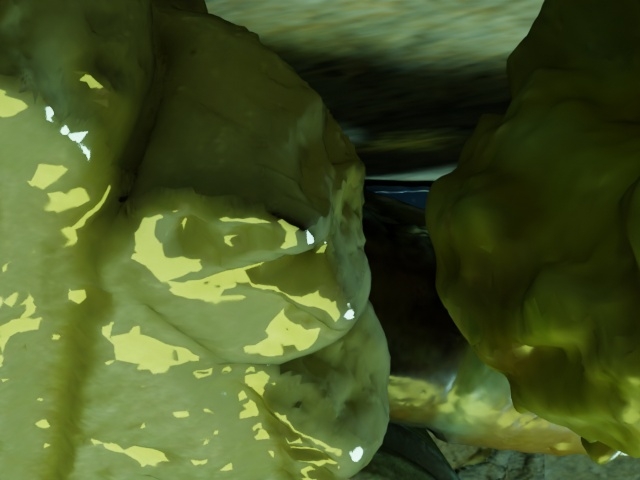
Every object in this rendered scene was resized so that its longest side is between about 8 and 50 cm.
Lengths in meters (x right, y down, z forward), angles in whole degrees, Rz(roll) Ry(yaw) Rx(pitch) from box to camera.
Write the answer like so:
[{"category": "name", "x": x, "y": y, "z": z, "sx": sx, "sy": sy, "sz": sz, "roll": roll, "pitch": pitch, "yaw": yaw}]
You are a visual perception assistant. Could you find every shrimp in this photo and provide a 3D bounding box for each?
[{"category": "shrimp", "x": -0.018, "y": 0.000, "z": 0.748, "sx": 0.445, "sy": 0.085, "sz": 0.272, "roll": 12, "pitch": -166, "yaw": -25}]

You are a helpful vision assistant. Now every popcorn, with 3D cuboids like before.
[{"category": "popcorn", "x": 0.130, "y": -0.008, "z": 0.504, "sx": 0.198, "sy": 0.197, "sz": 0.155, "roll": -6, "pitch": 140, "yaw": 34}]

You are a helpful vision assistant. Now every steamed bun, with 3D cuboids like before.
[{"category": "steamed bun", "x": -0.129, "y": -0.016, "z": 0.508, "sx": 0.295, "sy": 0.137, "sz": 0.292, "roll": -23, "pitch": 136, "yaw": 34}]

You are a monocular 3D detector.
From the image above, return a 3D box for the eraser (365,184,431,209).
[{"category": "eraser", "x": 0.000, "y": 0.000, "z": 0.982, "sx": 0.312, "sy": 0.042, "sz": 0.144, "roll": 1, "pitch": 171, "yaw": -6}]

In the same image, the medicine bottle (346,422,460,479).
[{"category": "medicine bottle", "x": -0.020, "y": 0.120, "z": 0.822, "sx": 0.151, "sy": 0.151, "sz": 0.322, "roll": 1, "pitch": -171, "yaw": -8}]
